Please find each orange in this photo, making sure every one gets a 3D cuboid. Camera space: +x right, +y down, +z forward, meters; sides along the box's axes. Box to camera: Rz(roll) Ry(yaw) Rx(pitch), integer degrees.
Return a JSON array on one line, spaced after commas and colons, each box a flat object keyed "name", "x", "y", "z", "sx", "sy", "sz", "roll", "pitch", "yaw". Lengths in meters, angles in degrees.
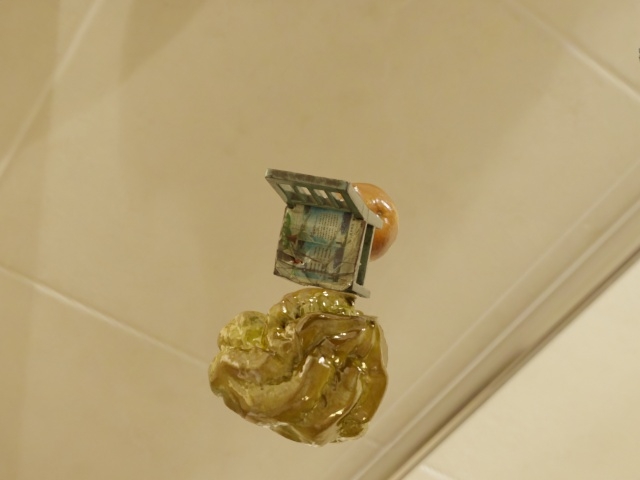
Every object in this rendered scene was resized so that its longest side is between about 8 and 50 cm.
[{"name": "orange", "x": 0.072, "y": -0.032, "z": 1.688, "sx": 0.159, "sy": 0.136, "sz": 0.159, "roll": 11, "pitch": 70, "yaw": -34}]

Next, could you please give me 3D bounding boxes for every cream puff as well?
[{"name": "cream puff", "x": -0.025, "y": 0.197, "z": 1.563, "sx": 0.291, "sy": 0.257, "sz": 0.324, "roll": 23, "pitch": 11, "yaw": -16}]

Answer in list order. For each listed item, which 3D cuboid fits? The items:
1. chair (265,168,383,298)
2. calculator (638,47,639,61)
[{"name": "chair", "x": 0.000, "y": 0.000, "z": 1.366, "sx": 0.136, "sy": 0.147, "sz": 0.270, "roll": 10, "pitch": -7, "yaw": 16}, {"name": "calculator", "x": 0.748, "y": -0.290, "z": 1.827, "sx": 0.173, "sy": 0.051, "sz": 0.293, "roll": 35, "pitch": 26, "yaw": -59}]
